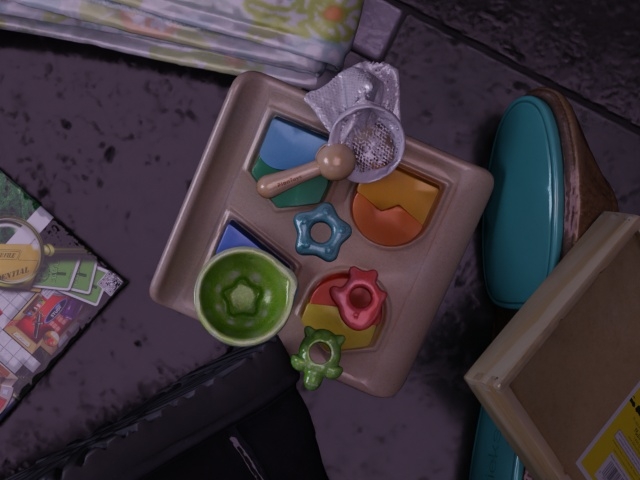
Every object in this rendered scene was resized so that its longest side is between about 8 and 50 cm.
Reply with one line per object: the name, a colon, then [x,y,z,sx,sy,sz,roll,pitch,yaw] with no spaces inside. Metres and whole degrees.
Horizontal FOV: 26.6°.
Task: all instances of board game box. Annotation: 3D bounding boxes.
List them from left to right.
board game box: [-0.279,0.083,1.005,0.136,0.030,0.260,41,85,0]

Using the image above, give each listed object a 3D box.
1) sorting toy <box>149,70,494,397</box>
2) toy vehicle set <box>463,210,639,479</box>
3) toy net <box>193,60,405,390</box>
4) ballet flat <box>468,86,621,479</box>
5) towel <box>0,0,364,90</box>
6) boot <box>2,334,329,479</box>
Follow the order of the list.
sorting toy: [0.000,0.000,1.001,0.208,0.038,0.193,22,103,-5]
toy vehicle set: [0.225,0.134,0.966,0.166,0.035,0.267,-45,117,-21]
toy net: [0.010,-0.019,0.940,0.122,0.045,0.232,28,82,1]
ballet flat: [0.186,0.062,1.011,0.124,0.116,0.342,4,88,-25]
towel: [-0.102,-0.316,1.007,0.320,0.090,0.375,12,87,-7]
boot: [-0.054,0.331,0.892,0.367,0.146,0.445,-28,92,-38]
